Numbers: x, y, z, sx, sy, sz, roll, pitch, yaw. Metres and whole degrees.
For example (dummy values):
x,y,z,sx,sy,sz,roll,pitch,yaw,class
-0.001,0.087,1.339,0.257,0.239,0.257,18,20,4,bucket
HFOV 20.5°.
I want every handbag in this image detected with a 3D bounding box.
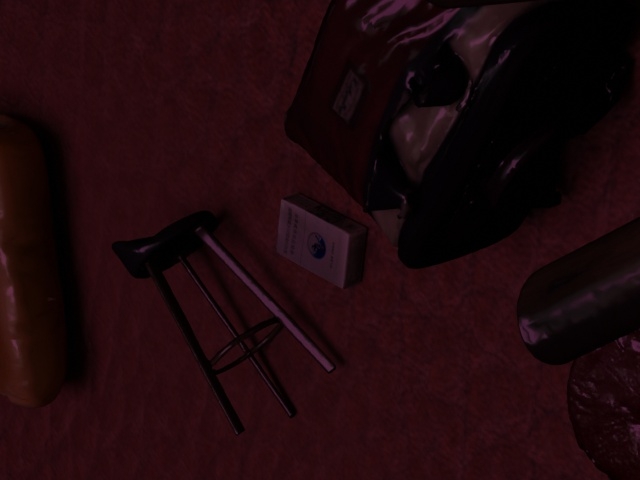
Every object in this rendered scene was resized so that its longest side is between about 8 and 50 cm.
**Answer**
x,y,z,sx,sy,sz,roll,pitch,yaw,class
0.093,-0.110,1.247,0.181,0.181,0.254,48,136,25,handbag

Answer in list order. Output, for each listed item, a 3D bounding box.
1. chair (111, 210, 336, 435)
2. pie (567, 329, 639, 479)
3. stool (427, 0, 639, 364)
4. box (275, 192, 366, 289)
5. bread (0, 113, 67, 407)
x,y,z,sx,sy,sz,roll,pitch,yaw,class
-0.086,0.058,1.567,0.095,0.104,0.221,-45,75,18,chair
0.241,0.126,1.287,0.154,0.036,0.154,19,118,40,pie
0.236,-0.100,1.006,0.226,0.310,0.310,-17,92,50,stool
0.000,0.000,1.498,0.083,0.024,0.054,29,122,37,box
-0.317,0.018,1.783,0.142,0.091,0.305,11,113,36,bread
